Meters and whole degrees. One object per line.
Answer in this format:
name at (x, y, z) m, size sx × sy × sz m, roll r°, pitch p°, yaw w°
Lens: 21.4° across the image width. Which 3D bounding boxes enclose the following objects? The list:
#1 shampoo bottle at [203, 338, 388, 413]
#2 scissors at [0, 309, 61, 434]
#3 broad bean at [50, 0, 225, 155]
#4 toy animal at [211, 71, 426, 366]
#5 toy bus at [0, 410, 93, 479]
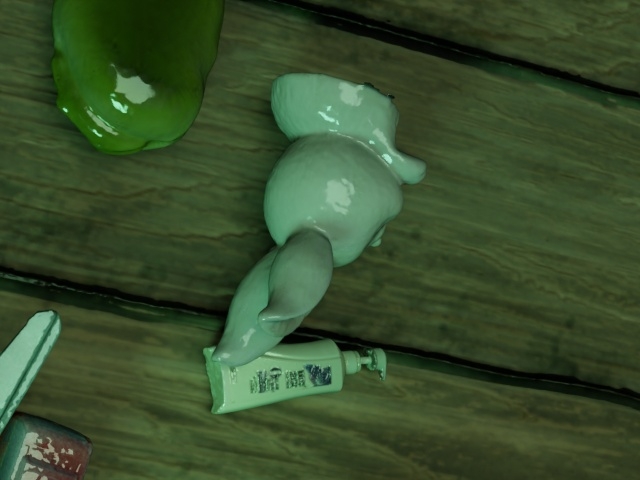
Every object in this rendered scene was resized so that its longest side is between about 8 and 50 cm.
shampoo bottle at (-0.016, 0.094, 1.246) m, size 0.141 × 0.034 × 0.049 m, roll -6°, pitch 74°, yaw -24°
scissors at (-0.296, 0.228, 1.069) m, size 0.193 × 0.029 × 0.447 m, roll 37°, pitch 80°, yaw -14°
broad bean at (-0.133, -0.144, 1.216) m, size 0.124 × 0.082 × 0.174 m, roll 9°, pitch 68°, yaw -22°
toy animal at (0.002, -0.002, 1.223) m, size 0.131 × 0.104 × 0.220 m, roll 28°, pitch 65°, yaw -35°
toy bus at (-0.206, 0.209, 1.124) m, size 0.065 × 0.077 × 0.192 m, roll 22°, pitch 75°, yaw -21°
